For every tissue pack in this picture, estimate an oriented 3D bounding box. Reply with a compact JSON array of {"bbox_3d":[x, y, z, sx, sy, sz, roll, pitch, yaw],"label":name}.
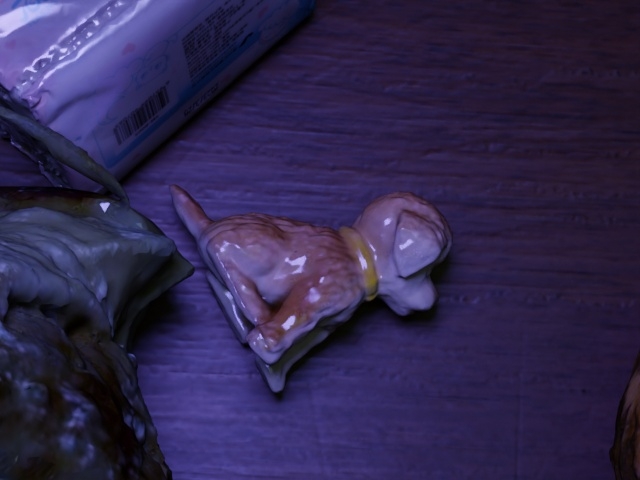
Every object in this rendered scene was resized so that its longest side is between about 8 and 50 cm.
[{"bbox_3d":[-0.133,-0.174,1.139,0.124,0.201,0.271,41,75,20],"label":"tissue pack"}]

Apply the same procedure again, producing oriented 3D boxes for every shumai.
[{"bbox_3d":[-0.224,0.086,1.018,0.395,0.395,0.348,24,49,3],"label":"shumai"}]

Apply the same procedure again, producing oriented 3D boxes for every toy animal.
[{"bbox_3d":[-0.002,-0.006,1.154,0.185,0.104,0.184,-28,71,-6],"label":"toy animal"}]

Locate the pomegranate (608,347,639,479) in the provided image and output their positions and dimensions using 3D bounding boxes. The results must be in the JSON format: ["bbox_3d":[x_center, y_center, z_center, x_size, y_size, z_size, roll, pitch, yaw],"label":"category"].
[{"bbox_3d":[0.349,0.124,1.032,0.322,0.322,0.322,1,74,-3],"label":"pomegranate"}]
